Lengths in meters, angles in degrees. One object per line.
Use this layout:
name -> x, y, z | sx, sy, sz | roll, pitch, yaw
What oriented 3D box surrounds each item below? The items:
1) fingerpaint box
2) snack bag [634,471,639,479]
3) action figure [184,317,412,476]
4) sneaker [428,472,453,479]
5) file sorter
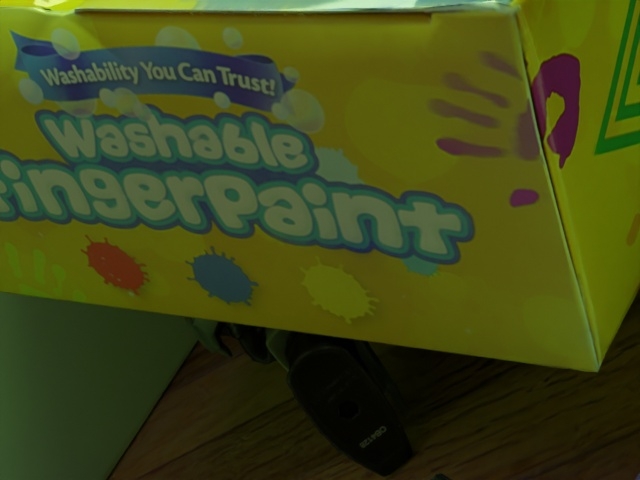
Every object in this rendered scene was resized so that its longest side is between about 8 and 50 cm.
fingerpaint box -> -0.023, -0.139, 0.759 | 0.445, 0.163, 0.371 | 5, 41, 31
snack bag -> 0.243, 0.030, 0.501 | 0.342, 0.037, 0.323 | -51, 26, -6
action figure -> 0.000, 0.000, 0.858 | 0.185, 0.099, 0.285 | -51, 21, 11
sneaker -> 0.029, 0.177, 0.584 | 0.087, 0.083, 0.221 | -37, 23, 38
file sorter -> -0.209, 0.046, 1.002 | 0.277, 0.193, 0.173 | -57, 25, -18
